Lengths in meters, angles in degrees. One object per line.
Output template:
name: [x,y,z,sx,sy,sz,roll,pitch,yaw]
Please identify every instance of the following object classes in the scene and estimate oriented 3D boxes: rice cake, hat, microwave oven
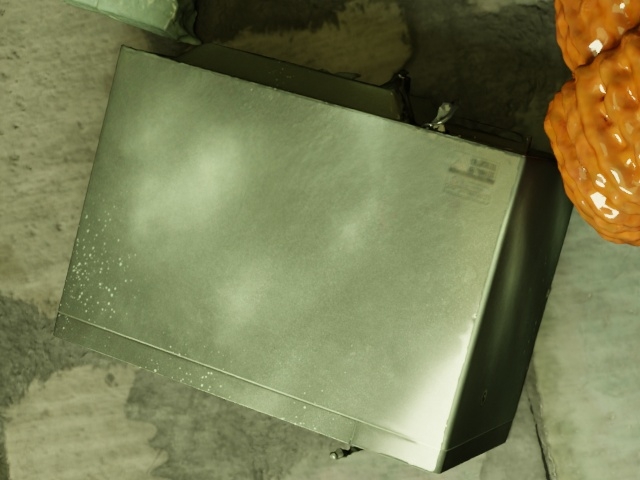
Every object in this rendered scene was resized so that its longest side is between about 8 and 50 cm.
rice cake: [-0.227,-0.280,1.673,0.206,0.069,0.063,21,99,23]
hat: [0.316,-0.211,1.334,0.285,0.285,0.400,-19,79,22]
microwave oven: [0.000,0.000,1.491,0.432,0.236,0.374,18,99,21]
